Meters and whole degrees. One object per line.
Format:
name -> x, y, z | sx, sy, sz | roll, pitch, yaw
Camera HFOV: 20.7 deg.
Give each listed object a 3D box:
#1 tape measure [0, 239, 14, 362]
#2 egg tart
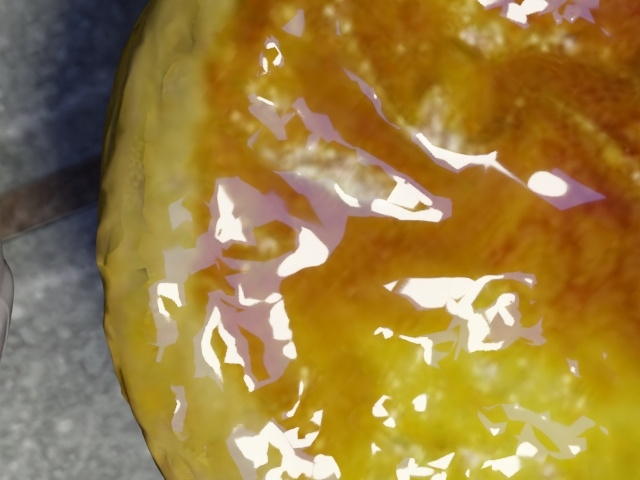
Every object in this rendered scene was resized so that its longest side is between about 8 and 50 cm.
tape measure -> -0.231, 0.024, 0.738 | 0.197, 0.120, 0.236 | 28, 118, -14
egg tart -> 0.139, -0.019, 0.661 | 0.443, 0.178, 0.443 | 0, 91, 9
